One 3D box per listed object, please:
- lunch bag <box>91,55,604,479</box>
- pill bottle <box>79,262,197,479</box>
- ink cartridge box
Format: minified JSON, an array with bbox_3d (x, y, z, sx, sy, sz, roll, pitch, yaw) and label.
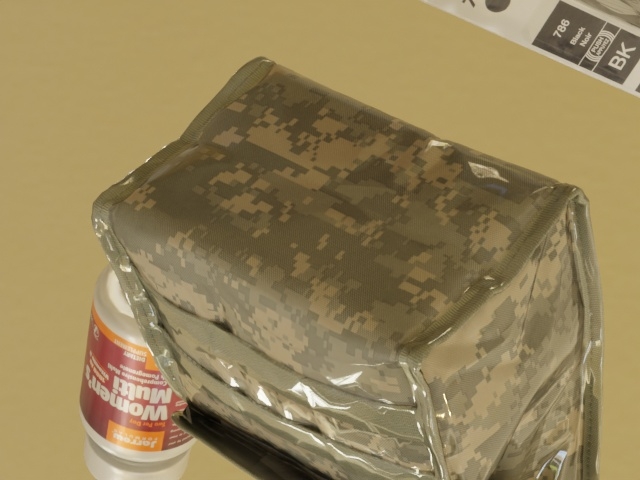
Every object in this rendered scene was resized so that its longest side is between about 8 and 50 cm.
[{"bbox_3d":[0.030,0.073,1.045,0.169,0.235,0.287,-45,141,-25],"label":"lunch bag"},{"bbox_3d":[-0.156,0.124,1.687,0.121,0.121,0.221,-81,-177,-50],"label":"pill bottle"},{"bbox_3d":[0.175,-0.218,1.560,0.065,0.333,0.165,-59,-155,26],"label":"ink cartridge box"}]
